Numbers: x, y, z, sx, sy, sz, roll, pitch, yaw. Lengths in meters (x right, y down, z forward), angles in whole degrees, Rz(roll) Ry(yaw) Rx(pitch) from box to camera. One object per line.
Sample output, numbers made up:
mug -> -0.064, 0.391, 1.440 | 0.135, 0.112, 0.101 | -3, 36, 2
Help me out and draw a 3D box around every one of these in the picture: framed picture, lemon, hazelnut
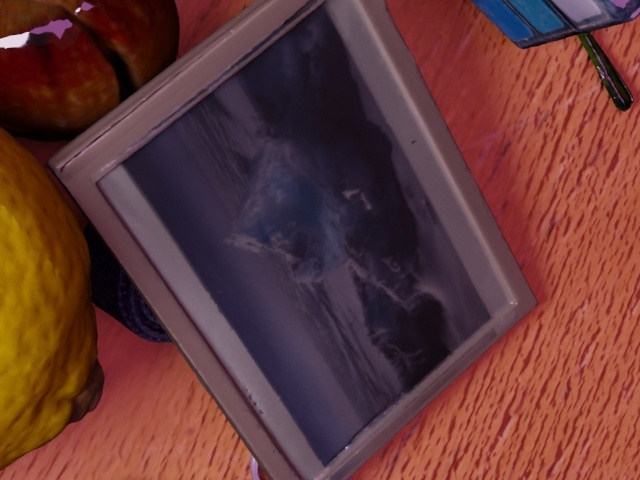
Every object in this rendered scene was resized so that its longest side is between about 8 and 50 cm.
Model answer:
framed picture -> 0.000, 0.000, 1.326 | 0.326, 0.028, 0.446 | -41, 124, -14
lemon -> -0.351, 0.048, 1.170 | 0.387, 0.350, 0.350 | 20, 90, -10
hazelnut -> -0.238, -0.187, 1.264 | 0.234, 0.218, 0.218 | -1, 96, 4

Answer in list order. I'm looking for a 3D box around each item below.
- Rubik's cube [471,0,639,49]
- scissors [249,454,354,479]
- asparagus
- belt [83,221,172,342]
Rubik's cube -> 0.208, -0.401, 1.256 | 0.359, 0.363, 0.362 | 42, 84, -5
scissors -> -0.049, 0.287, 1.434 | 0.110, 0.021, 0.212 | 27, 87, -13
asparagus -> 0.247, -0.228, 1.465 | 0.023, 0.022, 0.233 | -32, 103, 5
belt -> -0.122, -0.025, 1.335 | 0.139, 0.126, 0.230 | 39, 84, -40
